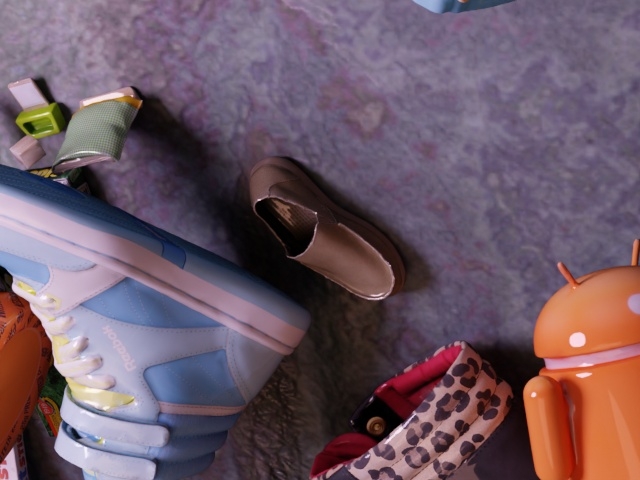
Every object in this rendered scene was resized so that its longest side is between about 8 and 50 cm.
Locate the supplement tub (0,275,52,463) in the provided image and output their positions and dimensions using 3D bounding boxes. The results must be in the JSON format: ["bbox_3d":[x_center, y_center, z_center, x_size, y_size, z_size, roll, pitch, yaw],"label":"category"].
[{"bbox_3d":[-0.399,0.063,1.357,0.338,0.207,0.207,23,130,13],"label":"supplement tub"}]

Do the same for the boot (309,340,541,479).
[{"bbox_3d":[0.109,0.261,1.380,0.284,0.138,0.377,41,130,-9],"label":"boot"}]

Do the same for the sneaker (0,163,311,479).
[{"bbox_3d":[-0.175,0.081,1.256,0.319,0.127,0.208,26,94,-28],"label":"sneaker"}]

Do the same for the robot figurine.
[{"bbox_3d":[0.222,0.114,1.203,0.158,0.128,0.219,-13,90,6],"label":"robot figurine"}]

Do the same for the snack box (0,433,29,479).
[{"bbox_3d":[-0.296,0.232,1.544,0.064,0.022,0.178,-1,102,20],"label":"snack box"}]

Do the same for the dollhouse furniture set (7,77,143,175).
[{"bbox_3d":[-0.214,-0.090,1.280,0.151,0.076,0.058,-12,127,27],"label":"dollhouse furniture set"}]

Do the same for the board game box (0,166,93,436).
[{"bbox_3d":[-0.215,0.056,1.421,0.136,0.030,0.260,-5,122,26],"label":"board game box"}]

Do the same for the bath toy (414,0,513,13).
[{"bbox_3d":[0.111,-0.302,0.983,0.129,0.151,0.348,55,140,32],"label":"bath toy"}]

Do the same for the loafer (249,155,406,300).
[{"bbox_3d":[0.000,0.000,1.285,0.148,0.050,0.056,38,129,-9],"label":"loafer"}]
